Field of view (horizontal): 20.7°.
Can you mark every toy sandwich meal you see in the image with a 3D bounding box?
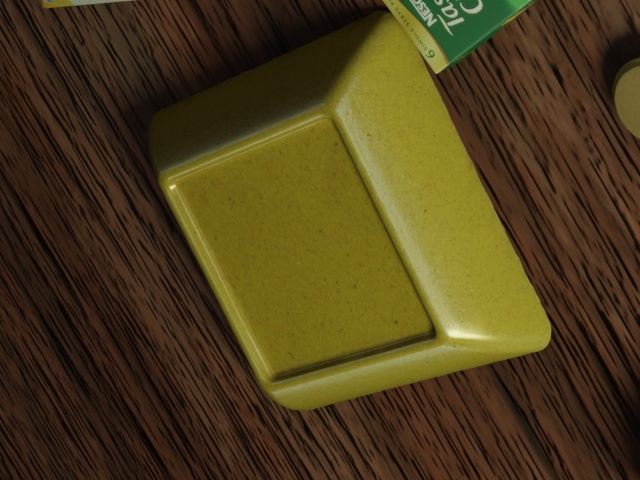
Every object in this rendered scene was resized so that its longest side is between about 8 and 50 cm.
[{"bbox_3d":[0.268,-0.113,1.367,0.085,0.029,0.085,21,129,28],"label":"toy sandwich meal"}]

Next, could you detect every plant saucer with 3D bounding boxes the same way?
[{"bbox_3d":[0.000,0.000,1.593,0.332,0.081,0.333,-20,101,41],"label":"plant saucer"}]

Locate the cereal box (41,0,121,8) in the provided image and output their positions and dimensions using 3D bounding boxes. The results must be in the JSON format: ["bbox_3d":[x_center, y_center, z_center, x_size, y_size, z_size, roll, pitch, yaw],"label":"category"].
[{"bbox_3d":[-0.176,-0.304,1.581,0.240,0.047,0.173,0,113,37],"label":"cereal box"}]

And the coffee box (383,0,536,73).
[{"bbox_3d":[0.127,-0.225,1.401,0.184,0.040,0.113,-34,91,42],"label":"coffee box"}]
